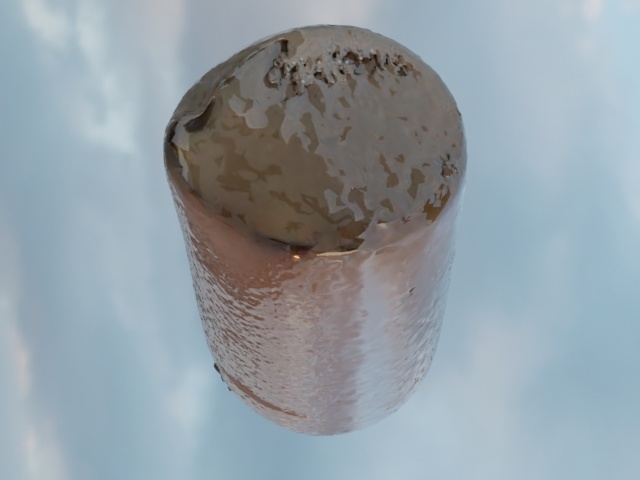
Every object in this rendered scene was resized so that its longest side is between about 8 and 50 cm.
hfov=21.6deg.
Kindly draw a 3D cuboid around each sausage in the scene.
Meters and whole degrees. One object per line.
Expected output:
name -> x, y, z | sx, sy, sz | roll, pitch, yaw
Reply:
sausage -> 0.000, 0.000, 0.743 | 0.253, 0.123, 0.123 | 89, -4, -71
